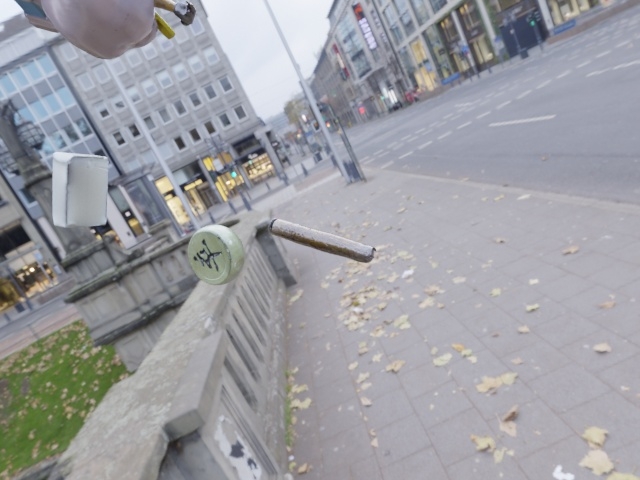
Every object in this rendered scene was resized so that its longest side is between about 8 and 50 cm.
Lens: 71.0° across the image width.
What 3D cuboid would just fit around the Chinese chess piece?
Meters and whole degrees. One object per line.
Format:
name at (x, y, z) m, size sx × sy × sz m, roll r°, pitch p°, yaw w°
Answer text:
Chinese chess piece at (-0.325, 0.046, 1.394) m, size 0.188 × 0.189 × 0.083 m, roll -19°, pitch 3°, yaw 31°

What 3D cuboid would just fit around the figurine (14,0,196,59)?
figurine at (-0.251, -0.257, 0.464) m, size 0.137 × 0.228 × 0.112 m, roll 88°, pitch -155°, yaw -67°

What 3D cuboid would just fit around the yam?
yam at (0.000, 0.000, 0.988) m, size 0.263 × 0.046 × 0.046 m, roll 17°, pitch 36°, yaw 27°

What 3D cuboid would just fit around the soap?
soap at (-0.609, -0.127, 1.143) m, size 0.063 × 0.183 × 0.121 m, roll 11°, pitch 10°, yaw 25°
